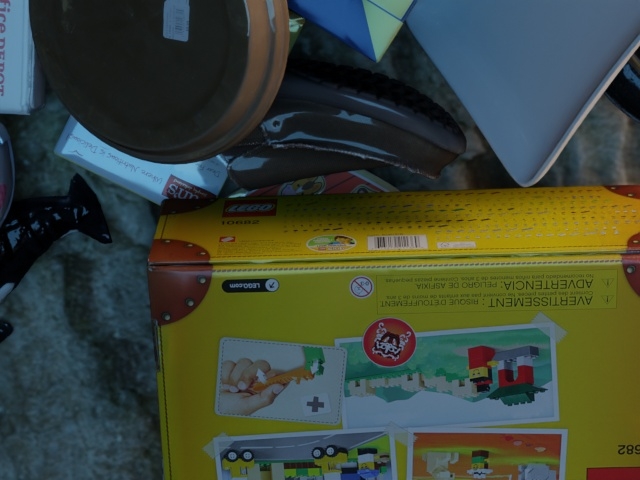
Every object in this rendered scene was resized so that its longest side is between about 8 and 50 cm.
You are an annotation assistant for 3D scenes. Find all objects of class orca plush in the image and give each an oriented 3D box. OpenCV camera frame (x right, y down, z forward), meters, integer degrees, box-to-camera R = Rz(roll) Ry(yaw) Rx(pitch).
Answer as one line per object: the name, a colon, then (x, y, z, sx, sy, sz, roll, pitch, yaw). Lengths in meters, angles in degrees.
orca plush: (-0.351, 0.042, 1.781, 0.287, 0.102, 0.151, -18, 98, 4)

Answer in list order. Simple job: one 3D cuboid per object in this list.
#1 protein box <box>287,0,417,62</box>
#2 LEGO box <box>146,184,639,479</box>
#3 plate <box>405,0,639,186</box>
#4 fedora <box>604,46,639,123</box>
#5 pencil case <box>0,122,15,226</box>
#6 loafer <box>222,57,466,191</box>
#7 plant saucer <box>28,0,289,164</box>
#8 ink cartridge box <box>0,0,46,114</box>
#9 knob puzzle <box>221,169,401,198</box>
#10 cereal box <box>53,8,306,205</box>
protein box: (0.006, -0.283, 1.675, 0.200, 0.201, 0.136, 32, 98, -4)
LEGO box: (0.093, 0.153, 1.714, 0.500, 0.193, 0.372, -1, 111, 1)
plate: (0.219, -0.233, 1.647, 0.045, 0.277, 0.278, 10, 127, -39)
fedora: (0.377, -0.258, 1.657, 0.334, 0.152, 0.334, 0, 93, 5)
pencil case: (-0.444, -0.069, 1.747, 0.273, 0.113, 0.124, 4, 88, 8)
loafer: (-0.041, -0.112, 1.706, 0.366, 0.134, 0.130, 14, 105, 5)
plant saucer: (-0.159, -0.202, 1.600, 0.278, 0.041, 0.277, 8, 109, 25)
ink cartridge box: (-0.385, -0.212, 1.749, 0.218, 0.092, 0.158, 4, 99, 2)
knob puzzle: (0.000, 0.000, 1.788, 0.213, 0.030, 0.213, -3, 106, -9)
cereal box: (-0.143, -0.158, 1.774, 0.173, 0.047, 0.240, 27, 99, -5)
